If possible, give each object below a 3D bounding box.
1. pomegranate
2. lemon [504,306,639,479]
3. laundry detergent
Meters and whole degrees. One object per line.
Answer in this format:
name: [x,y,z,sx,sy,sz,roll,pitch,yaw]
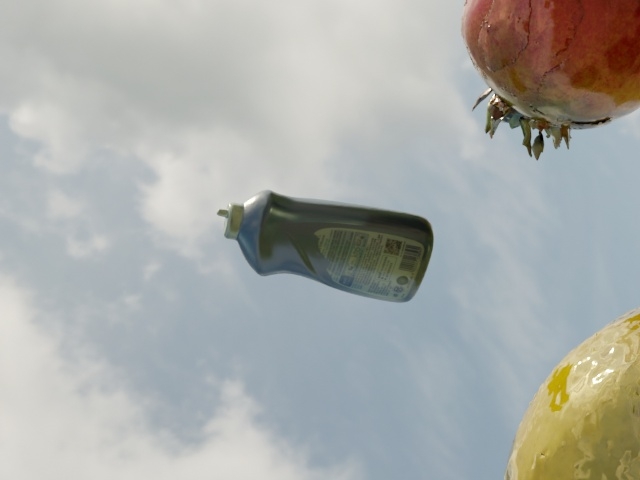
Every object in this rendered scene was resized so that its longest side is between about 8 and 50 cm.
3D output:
pomegranate: [0.236,-0.198,1.108,0.210,0.235,0.210,17,-151,-10]
lemon: [0.259,0.164,0.835,0.236,0.263,0.236,21,-124,-34]
laundry detergent: [0.000,0.001,1.103,0.206,0.097,0.061,12,-135,-12]
